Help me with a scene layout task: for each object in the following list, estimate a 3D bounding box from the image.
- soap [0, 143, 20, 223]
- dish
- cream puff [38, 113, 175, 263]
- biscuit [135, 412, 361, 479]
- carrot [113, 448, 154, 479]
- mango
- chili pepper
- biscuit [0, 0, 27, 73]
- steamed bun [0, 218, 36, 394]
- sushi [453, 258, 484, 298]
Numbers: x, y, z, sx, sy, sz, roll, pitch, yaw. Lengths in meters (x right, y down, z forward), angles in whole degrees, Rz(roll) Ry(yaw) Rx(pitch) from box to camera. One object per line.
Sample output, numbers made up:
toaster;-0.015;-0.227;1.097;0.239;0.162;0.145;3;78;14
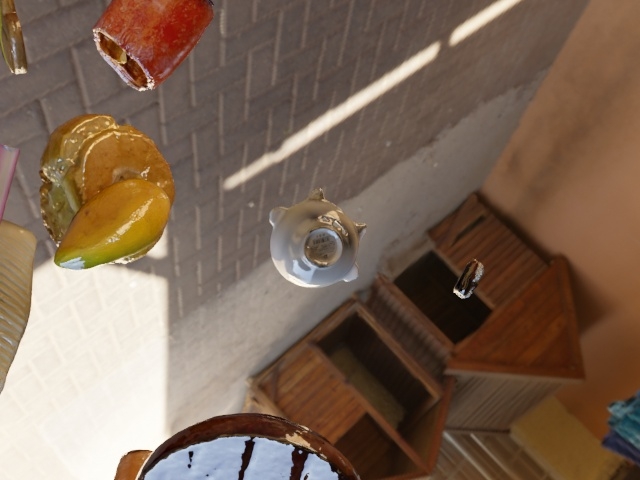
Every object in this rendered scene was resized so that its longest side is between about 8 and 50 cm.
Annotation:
soap;-0.597;-0.071;1.213;0.065;0.122;0.203;23;74;-50
dish;0.000;0.000;1.558;0.086;0.237;0.227;-159;-97;-75
cream puff;-0.504;-0.110;1.602;0.231;0.343;0.327;-9;-133;39
biscuit;-0.116;0.459;1.168;0.407;0.407;0.091;-48;-165;17
carrot;-0.450;0.658;1.765;0.196;0.196;0.254;122;-23;-46
mango;-0.401;-0.030;1.375;0.317;0.177;0.119;-58;149;-57
chili pepper;-0.478;-0.600;1.971;0.251;0.229;0.305;41;77;-40
biscuit;-0.655;-0.460;1.455;0.041;0.290;0.208;-13;138;-25
steamed bun;-0.716;0.133;1.341;0.236;0.383;0.247;-8;158;36
sushi;0.294;0.075;1.420;0.046;0.044;0.083;22;95;-58
